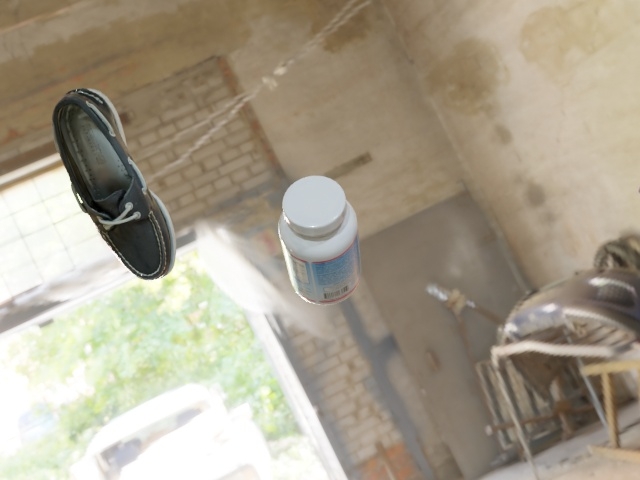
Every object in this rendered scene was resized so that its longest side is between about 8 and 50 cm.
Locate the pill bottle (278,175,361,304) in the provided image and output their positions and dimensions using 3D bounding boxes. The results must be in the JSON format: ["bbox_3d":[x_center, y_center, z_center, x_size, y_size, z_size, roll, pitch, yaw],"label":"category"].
[{"bbox_3d":[0.000,0.000,0.956,0.087,0.087,0.160,-26,-30,-10],"label":"pill bottle"}]

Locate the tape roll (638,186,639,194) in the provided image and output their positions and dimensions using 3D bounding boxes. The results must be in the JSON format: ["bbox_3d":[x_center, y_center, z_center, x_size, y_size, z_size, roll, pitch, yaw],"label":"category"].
[{"bbox_3d":[0.443,-0.055,0.908,0.189,0.189,0.080,-23,-48,-65],"label":"tape roll"}]

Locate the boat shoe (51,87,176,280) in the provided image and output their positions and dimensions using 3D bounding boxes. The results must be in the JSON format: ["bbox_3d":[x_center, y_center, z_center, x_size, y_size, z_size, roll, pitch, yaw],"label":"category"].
[{"bbox_3d":[-0.302,-0.069,1.235,0.114,0.302,0.091,-25,12,8],"label":"boat shoe"}]
